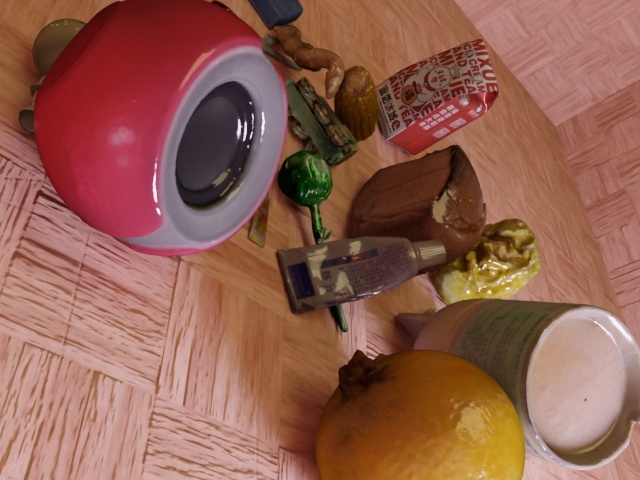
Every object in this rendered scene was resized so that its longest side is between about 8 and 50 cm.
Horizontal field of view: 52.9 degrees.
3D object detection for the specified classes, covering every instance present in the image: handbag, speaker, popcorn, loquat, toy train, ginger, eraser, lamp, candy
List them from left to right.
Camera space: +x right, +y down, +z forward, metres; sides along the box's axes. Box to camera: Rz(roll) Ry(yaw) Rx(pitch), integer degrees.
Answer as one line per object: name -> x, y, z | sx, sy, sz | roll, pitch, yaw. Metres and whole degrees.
lamp -> -0.321, -0.195, 0.789 | 0.091, 0.091, 0.163 | 35, 54, -34
speaker -> -0.170, -0.126, 0.751 | 0.294, 0.294, 0.294 | 35, 39, -35
eraser -> -0.159, -0.608, 1.391 | 0.312, 0.042, 0.144 | 55, 32, -9
ginger -> -0.021, -0.366, 1.286 | 0.089, 0.075, 0.288 | 25, 20, -43
toy train -> -0.006, -0.235, 1.274 | 0.194, 0.080, 0.125 | 58, 21, 4
candy -> 0.002, 0.000, 1.104 | 0.097, 0.097, 0.323 | 2, 71, -55
loquat -> 0.121, 0.267, 0.864 | 0.275, 0.275, 0.275 | 35, 39, -35
handbag -> 0.284, -0.359, 1.573 | 0.151, 0.298, 0.171 | 16, 52, -49
popcorn -> 0.391, 0.048, 1.462 | 0.174, 0.225, 0.286 | 58, 30, 4

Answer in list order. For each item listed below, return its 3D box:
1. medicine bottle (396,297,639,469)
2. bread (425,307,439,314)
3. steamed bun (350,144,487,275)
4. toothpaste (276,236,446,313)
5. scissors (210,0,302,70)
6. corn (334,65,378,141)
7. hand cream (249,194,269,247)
medicine bottle -> 0.294, 0.214, 1.081 | 0.235, 0.406, 0.236 | 2, 86, -24
bread -> 0.249, 0.183, 1.327 | 0.070, 0.035, 0.083 | 29, 45, -38
steamed bun -> 0.205, -0.037, 1.270 | 0.199, 0.251, 0.301 | 59, 33, -23
toothpaste -> 0.075, 0.044, 1.054 | 0.282, 0.068, 0.099 | -11, 38, -16
scissors -> -0.121, -0.396, 1.298 | 0.247, 0.017, 0.144 | -6, 71, -58
corn -> 0.075, -0.277, 1.332 | 0.262, 0.097, 0.097 | 72, -5, -78
hand cream -> -0.095, -0.038, 1.032 | 0.035, 0.022, 0.102 | 40, 40, -39
